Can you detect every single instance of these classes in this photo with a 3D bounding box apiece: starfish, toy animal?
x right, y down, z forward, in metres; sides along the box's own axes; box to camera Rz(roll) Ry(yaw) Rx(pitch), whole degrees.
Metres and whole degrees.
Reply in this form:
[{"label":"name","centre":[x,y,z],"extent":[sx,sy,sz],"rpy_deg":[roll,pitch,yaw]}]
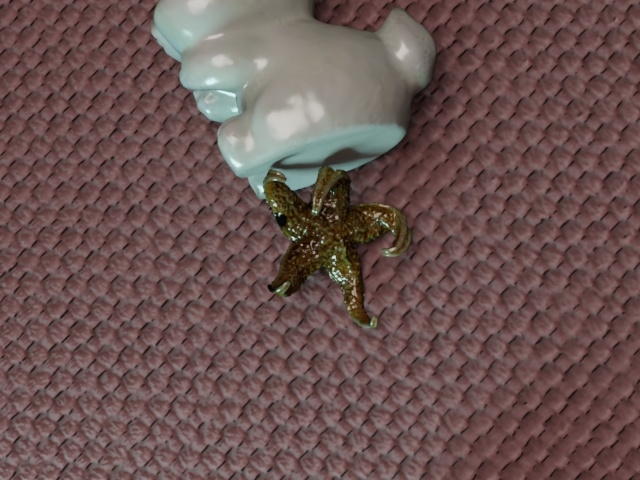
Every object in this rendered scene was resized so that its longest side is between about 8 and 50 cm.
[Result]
[{"label":"starfish","centre":[0.000,-0.001,1.967],"extent":[0.146,0.190,0.074],"rpy_deg":[-59,30,-8]},{"label":"toy animal","centre":[-0.048,-0.237,2.007],"extent":[0.241,0.196,0.367],"rpy_deg":[-30,75,-1]}]
